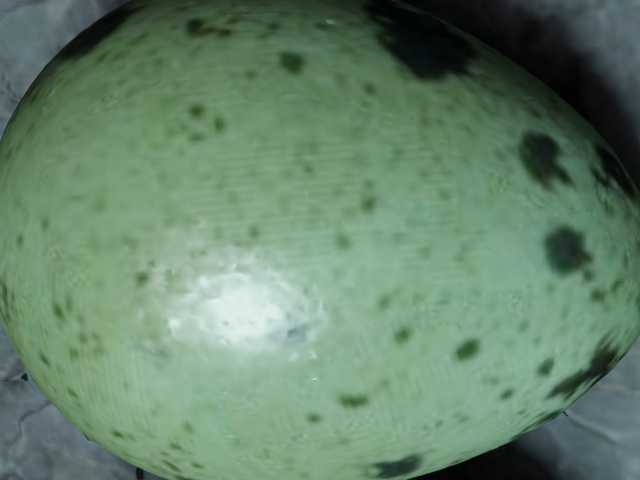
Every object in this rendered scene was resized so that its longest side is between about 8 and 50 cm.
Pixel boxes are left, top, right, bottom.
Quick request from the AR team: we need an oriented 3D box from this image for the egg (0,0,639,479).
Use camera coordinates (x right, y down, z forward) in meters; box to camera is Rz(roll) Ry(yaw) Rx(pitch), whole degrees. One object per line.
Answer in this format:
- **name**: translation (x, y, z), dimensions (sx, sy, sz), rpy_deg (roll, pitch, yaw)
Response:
- **egg**: translation (0.000, 0.000, 0.553), dimensions (0.228, 0.177, 0.177), rpy_deg (6, 116, 7)

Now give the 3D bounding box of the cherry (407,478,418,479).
- **cherry**: translation (0.016, 0.198, 0.605), dimensions (0.236, 0.285, 0.213), rpy_deg (14, 121, -28)
